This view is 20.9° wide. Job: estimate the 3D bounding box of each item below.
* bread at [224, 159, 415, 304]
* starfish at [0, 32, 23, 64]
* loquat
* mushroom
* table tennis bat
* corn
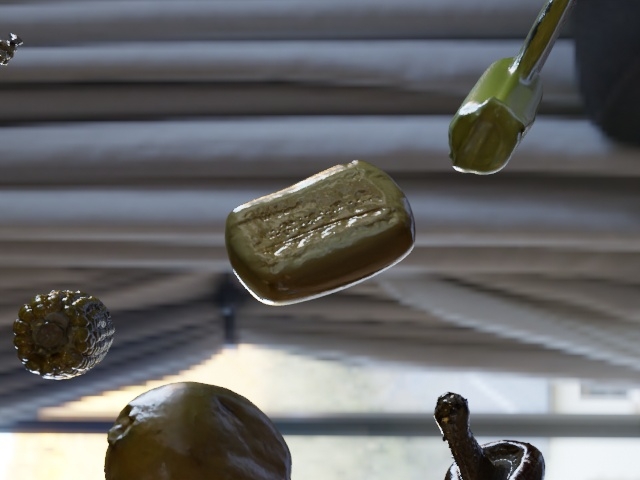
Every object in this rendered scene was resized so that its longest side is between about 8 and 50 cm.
[{"bbox_3d":[0.000,0.000,1.980,0.098,0.217,0.147,84,162,-48],"label":"bread"},{"bbox_3d":[-0.479,-0.263,1.677,0.132,0.384,0.398,-59,14,8],"label":"starfish"},{"bbox_3d":[-0.126,0.246,1.808,0.234,0.176,0.187,31,-123,-36],"label":"loquat"},{"bbox_3d":[0.187,0.293,2.192,0.227,0.148,0.217,-77,-33,-48],"label":"mushroom"},{"bbox_3d":[0.165,-0.135,1.417,0.224,0.054,0.369,-63,-5,25],"label":"table tennis bat"},{"bbox_3d":[-0.195,0.072,1.338,0.207,0.068,0.068,114,156,-87],"label":"corn"}]
